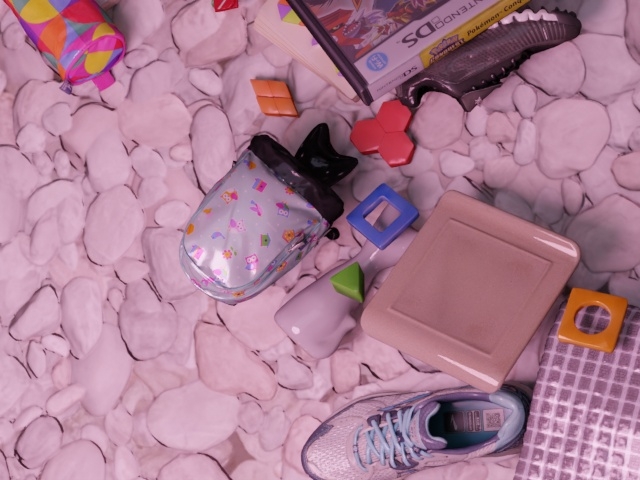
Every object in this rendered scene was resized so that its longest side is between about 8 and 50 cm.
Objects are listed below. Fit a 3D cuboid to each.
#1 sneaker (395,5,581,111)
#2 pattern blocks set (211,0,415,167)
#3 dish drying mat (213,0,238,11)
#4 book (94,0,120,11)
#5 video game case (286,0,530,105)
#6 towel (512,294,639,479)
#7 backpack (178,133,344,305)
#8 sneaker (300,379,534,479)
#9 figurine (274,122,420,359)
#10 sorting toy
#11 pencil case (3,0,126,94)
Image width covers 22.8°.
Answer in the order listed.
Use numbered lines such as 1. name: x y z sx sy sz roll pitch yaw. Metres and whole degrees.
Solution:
1. sneaker: 0.187 -0.203 1.824 0.234 0.078 0.106 -9 85 11
2. pattern blocks set: 0.023 -0.266 1.913 0.324 0.026 0.285 29 90 16
3. dish drying mat: -0.120 -0.322 1.944 0.032 0.008 0.083 -11 77 17
4. book: -0.276 -0.372 1.998 0.096 0.035 0.144 -33 76 11
5. video game case: 0.087 -0.316 1.836 0.248 0.035 0.275 -33 57 -2
6. towel: 0.336 0.212 1.684 0.235 0.121 0.284 10 78 33
7. backpack: -0.080 -0.016 1.770 0.152 0.115 0.182 41 84 11
8. sneaker: 0.106 0.209 1.778 0.283 0.122 0.110 -16 79 11
9. figurine: 0.000 0.000 1.855 0.215 0.092 0.209 44 90 14
10. sorting toy: 0.168 0.059 1.746 0.347 0.047 0.196 25 71 27
11. pencil case: -0.340 -0.293 1.969 0.104 0.104 0.236 -40 74 6
